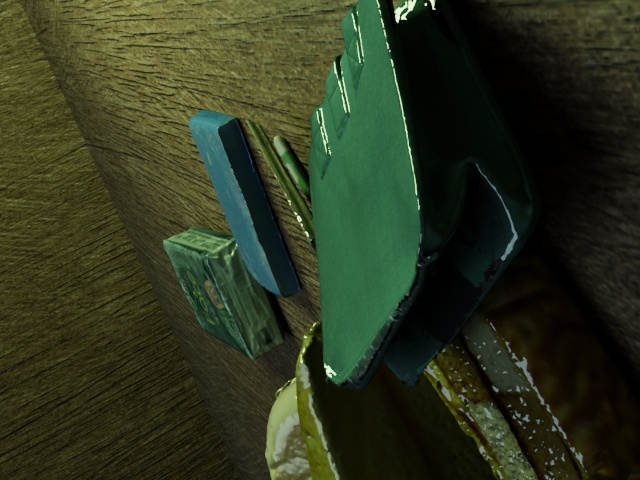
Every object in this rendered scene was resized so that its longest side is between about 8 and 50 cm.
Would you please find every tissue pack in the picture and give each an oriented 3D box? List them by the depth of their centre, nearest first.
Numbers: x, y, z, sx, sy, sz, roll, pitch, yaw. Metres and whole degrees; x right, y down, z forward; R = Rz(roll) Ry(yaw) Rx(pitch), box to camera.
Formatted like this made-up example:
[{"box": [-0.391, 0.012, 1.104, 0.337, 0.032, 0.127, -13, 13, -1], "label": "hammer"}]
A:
[{"box": [-0.194, 0.094, 1.619, 0.315, 0.103, 0.228, 11, 125, 65], "label": "tissue pack"}]

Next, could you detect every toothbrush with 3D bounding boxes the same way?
[{"box": [0.006, -0.032, 1.071, 0.257, 0.024, 0.018, 59, 161, 12], "label": "toothbrush"}]

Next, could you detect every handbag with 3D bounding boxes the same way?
[{"box": [0.067, -0.042, 0.669, 0.269, 0.100, 0.274, 111, 156, -53], "label": "handbag"}]

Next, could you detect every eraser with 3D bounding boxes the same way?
[{"box": [-0.125, -0.057, 1.329, 0.144, 0.042, 0.312, 26, 140, 59], "label": "eraser"}]

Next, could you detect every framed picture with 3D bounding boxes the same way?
[{"box": [0.000, 0.000, 0.963, 0.231, 0.018, 0.293, 59, -179, -37], "label": "framed picture"}]

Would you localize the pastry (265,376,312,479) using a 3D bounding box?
[{"box": [0.043, 0.276, 1.090, 0.264, 0.133, 0.265, 7, 114, 16], "label": "pastry"}]

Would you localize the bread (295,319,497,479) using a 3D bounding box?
[{"box": [0.123, 0.243, 0.823, 0.245, 0.233, 0.362, 34, 146, 53], "label": "bread"}]

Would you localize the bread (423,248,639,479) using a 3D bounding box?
[{"box": [0.181, 0.123, 0.721, 0.222, 0.096, 0.181, 58, 158, 9], "label": "bread"}]
